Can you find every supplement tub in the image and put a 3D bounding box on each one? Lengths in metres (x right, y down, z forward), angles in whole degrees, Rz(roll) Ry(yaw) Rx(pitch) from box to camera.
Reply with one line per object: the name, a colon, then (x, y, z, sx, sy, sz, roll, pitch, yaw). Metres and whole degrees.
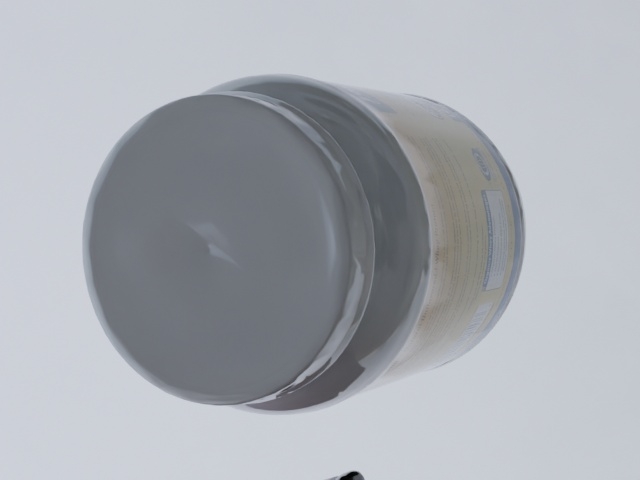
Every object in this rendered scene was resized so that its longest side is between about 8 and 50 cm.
supplement tub: (0.000, 0.000, 0.596, 0.144, 0.144, 0.199, 58, -157, 12)

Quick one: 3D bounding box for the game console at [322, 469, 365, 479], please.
game console: (-0.013, 0.150, 0.503, 0.085, 0.124, 0.144, 69, -159, 3)
